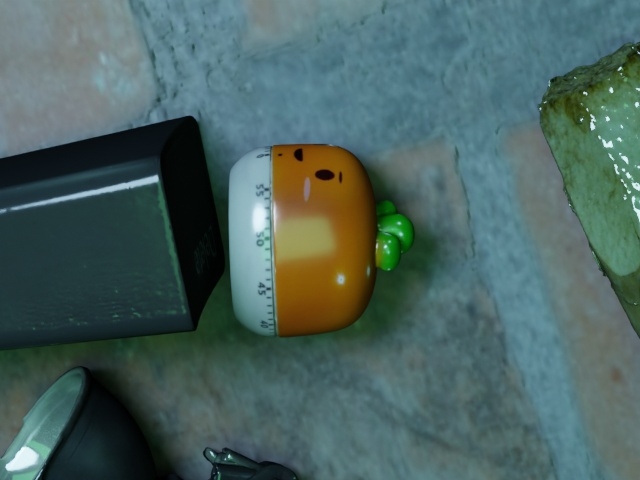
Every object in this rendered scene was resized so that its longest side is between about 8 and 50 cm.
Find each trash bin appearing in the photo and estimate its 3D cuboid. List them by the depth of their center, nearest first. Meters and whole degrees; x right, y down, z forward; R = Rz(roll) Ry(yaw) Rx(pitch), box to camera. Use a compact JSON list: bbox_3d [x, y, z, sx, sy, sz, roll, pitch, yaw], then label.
[{"bbox_3d":[-0.189,0.005,1.220,0.226,0.165,0.115,-10,104,7],"label":"trash bin"}]

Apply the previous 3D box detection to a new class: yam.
[{"bbox_3d":[0.233,0.003,1.239,0.106,0.106,0.259,-28,102,8],"label":"yam"}]

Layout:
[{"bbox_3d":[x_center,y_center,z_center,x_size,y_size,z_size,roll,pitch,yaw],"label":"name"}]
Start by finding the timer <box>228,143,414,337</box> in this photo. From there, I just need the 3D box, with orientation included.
[{"bbox_3d":[0.000,0.000,1.243,0.136,0.099,0.136,3,116,5],"label":"timer"}]

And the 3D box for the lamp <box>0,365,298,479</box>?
[{"bbox_3d":[-0.109,0.202,1.290,0.227,0.147,0.172,35,79,-15],"label":"lamp"}]
